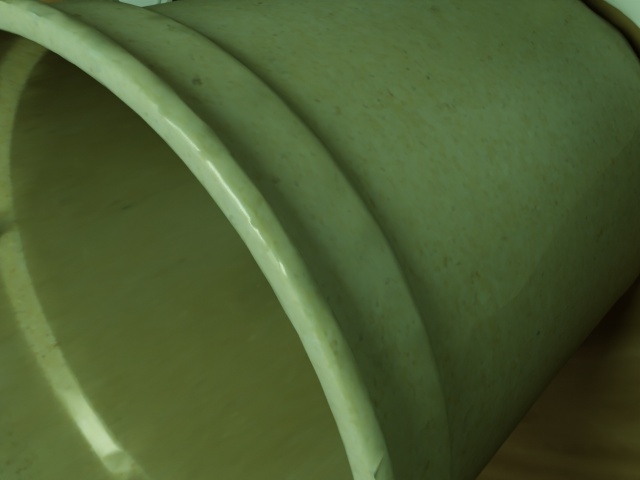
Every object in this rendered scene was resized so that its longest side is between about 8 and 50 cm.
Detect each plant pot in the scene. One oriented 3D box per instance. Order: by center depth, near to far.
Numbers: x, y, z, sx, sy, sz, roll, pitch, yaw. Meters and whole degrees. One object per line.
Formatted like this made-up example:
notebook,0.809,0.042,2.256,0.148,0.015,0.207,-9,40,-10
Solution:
plant pot,0.000,0.000,0.587,0.333,0.305,0.334,26,131,34

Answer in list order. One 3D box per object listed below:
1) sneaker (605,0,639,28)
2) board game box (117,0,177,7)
sneaker,0.163,-0.138,0.461,0.305,0.114,0.152,41,136,-2
board game box,0.017,-0.211,0.581,0.053,0.193,0.305,58,144,17
